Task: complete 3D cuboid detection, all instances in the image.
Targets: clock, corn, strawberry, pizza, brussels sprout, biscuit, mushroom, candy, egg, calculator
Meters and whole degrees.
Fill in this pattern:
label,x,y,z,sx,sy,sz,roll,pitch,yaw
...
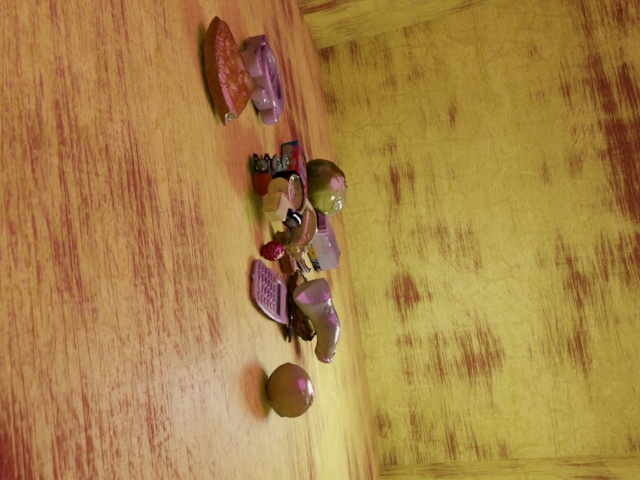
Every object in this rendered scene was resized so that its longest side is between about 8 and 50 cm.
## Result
label,x,y,z,sx,sy,sz,roll,pitch,yaw
clock,-0.246,-0.690,1.791,0.296,0.113,0.322,-86,164,-49
corn,-0.148,0.055,1.773,0.068,0.068,0.208,-66,145,-70
strawberry,-0.186,0.041,1.589,0.096,0.083,0.083,-30,114,-44
pizza,-0.325,-0.559,1.363,0.258,0.087,0.269,-81,158,-45
brussels sprout,0.016,-0.291,2.298,0.344,0.268,0.344,60,-3,6
biscuit,-0.072,0.285,1.908,0.329,0.078,0.336,-37,114,-68
mushroom,0.002,0.356,1.812,0.177,0.126,0.398,-36,117,-32
clock,-0.104,-0.095,1.650,0.379,0.120,0.277,59,35,-47
candy,-0.133,-0.341,2.094,0.157,0.100,0.306,61,23,-56
egg,-0.102,0.509,1.406,0.164,0.164,0.202,-81,160,-58
calculator,-0.193,0.191,1.525,0.294,0.043,0.194,58,26,-54

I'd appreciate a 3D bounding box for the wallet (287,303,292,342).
label,x,y,z,sx,sy,sz,roll,pitch,yaw
wallet,-0.124,0.339,1.677,0.082,0.018,0.157,-94,-175,-59

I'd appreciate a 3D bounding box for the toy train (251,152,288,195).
label,x,y,z,sx,sy,sz,roll,pitch,yaw
toy train,-0.204,-0.269,1.697,0.285,0.116,0.177,-55,147,-75

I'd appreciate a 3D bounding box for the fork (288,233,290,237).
label,x,y,z,sx,sy,sz,roll,pitch,yaw
fork,-0.147,-0.068,1.801,0.235,0.021,0.039,64,3,35

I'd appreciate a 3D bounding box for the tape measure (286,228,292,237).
label,x,y,z,sx,sy,sz,roll,pitch,yaw
tape measure,-0.130,-0.022,1.960,0.094,0.054,0.091,47,33,-81

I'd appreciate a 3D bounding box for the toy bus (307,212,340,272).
label,x,y,z,sx,sy,sz,roll,pitch,yaw
toy bus,0.000,0.000,2.313,0.387,0.162,0.171,68,18,-46

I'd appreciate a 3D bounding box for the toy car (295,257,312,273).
label,x,y,z,sx,sy,sz,roll,pitch,yaw
toy car,-0.098,0.090,1.928,0.096,0.056,0.205,62,-7,-24
